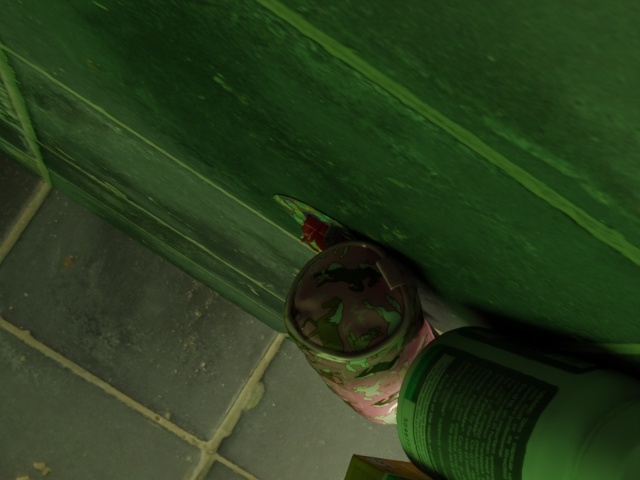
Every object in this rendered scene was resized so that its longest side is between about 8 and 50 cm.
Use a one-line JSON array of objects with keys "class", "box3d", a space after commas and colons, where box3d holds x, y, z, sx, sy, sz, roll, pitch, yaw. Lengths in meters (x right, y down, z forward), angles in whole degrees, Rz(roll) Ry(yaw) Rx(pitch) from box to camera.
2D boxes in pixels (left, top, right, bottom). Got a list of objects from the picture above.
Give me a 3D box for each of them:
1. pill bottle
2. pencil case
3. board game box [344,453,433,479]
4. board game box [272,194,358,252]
[{"class": "pill bottle", "box3d": [0.262, 0.230, 1.221, 0.204, 0.204, 0.361, 38, 169, -28]}, {"class": "pencil case", "box3d": [0.073, 0.135, 1.442, 0.160, 0.167, 0.386, 21, 166, 21]}, {"class": "board game box", "box3d": [0.219, 0.358, 1.376, 0.316, 0.064, 0.242, 17, 180, -37]}, {"class": "board game box", "box3d": [0.000, 0.000, 1.401, 0.133, 0.033, 0.169, 24, 167, 37]}]
